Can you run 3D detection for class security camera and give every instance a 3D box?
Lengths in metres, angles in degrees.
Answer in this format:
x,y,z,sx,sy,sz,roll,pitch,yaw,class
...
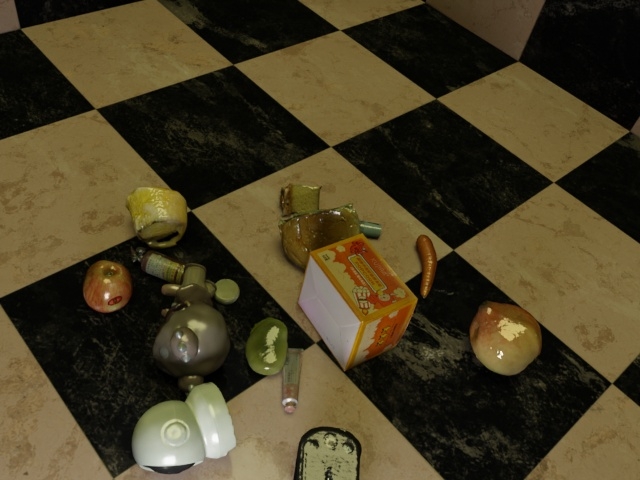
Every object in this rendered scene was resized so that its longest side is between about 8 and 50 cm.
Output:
x,y,z,sx,sy,sz,roll,pitch,yaw,class
-0.347,0.475,1.519,0.236,0.194,0.194,-16,53,-28,security camera

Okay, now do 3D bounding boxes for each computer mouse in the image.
x,y,z,sx,sy,sz,roll,pitch,yaw,class
0.014,0.608,1.537,0.170,0.100,0.269,8,52,-1,computer mouse

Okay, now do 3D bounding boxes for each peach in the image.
x,y,z,sx,sy,sz,roll,pitch,yaw,class
0.555,0.283,1.866,0.233,0.232,0.232,6,48,-6,peach

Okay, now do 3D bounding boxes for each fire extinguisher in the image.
x,y,z,sx,sy,sz,roll,pitch,yaw,class
-0.506,0.079,1.943,0.252,0.106,0.075,20,87,8,fire extinguisher

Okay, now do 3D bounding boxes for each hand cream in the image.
x,y,z,sx,sy,sz,roll,pitch,yaw,class
-0.082,0.391,1.756,0.067,0.043,0.209,2,42,-3,hand cream

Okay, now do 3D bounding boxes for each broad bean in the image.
x,y,z,sx,sy,sz,roll,pitch,yaw,class
-0.154,0.303,1.788,0.125,0.082,0.174,7,48,8,broad bean

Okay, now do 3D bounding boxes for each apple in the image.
x,y,z,sx,sy,sz,roll,pitch,yaw,class
-0.627,0.132,1.814,0.147,0.130,0.146,9,42,-8,apple

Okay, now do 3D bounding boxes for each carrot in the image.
x,y,z,sx,sy,sz,roll,pitch,yaw,class
0.369,0.084,2.116,0.066,0.062,0.271,28,43,-32,carrot

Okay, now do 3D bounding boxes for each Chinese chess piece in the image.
x,y,z,sx,sy,sz,roll,pitch,yaw,class
-0.295,0.161,1.922,0.084,0.034,0.084,7,49,-8,Chinese chess piece

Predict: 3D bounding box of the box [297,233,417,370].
x,y,z,sx,sy,sz,roll,pitch,yaw,class
0.104,0.180,1.834,0.214,0.259,0.283,-19,55,-29,box

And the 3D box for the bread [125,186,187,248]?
x,y,z,sx,sy,sz,roll,pitch,yaw,class
-0.530,-0.082,1.998,0.197,0.197,0.170,-4,56,-15,bread

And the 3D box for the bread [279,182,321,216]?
x,y,z,sx,sy,sz,roll,pitch,yaw,class
-0.076,-0.168,2.225,0.147,0.127,0.152,1,31,-11,bread

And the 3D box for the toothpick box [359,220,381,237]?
x,y,z,sx,sy,sz,roll,pitch,yaw,class
0.171,-0.040,2.187,0.083,0.052,0.052,9,47,-5,toothpick box

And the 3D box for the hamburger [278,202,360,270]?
x,y,z,sx,sy,sz,roll,pitch,yaw,class
0.000,0.000,2.006,0.309,0.211,0.132,-11,10,33,hamburger

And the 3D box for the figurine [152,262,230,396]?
x,y,z,sx,sy,sz,roll,pitch,yaw,class
-0.354,0.232,1.728,0.203,0.248,0.380,1,40,-8,figurine
